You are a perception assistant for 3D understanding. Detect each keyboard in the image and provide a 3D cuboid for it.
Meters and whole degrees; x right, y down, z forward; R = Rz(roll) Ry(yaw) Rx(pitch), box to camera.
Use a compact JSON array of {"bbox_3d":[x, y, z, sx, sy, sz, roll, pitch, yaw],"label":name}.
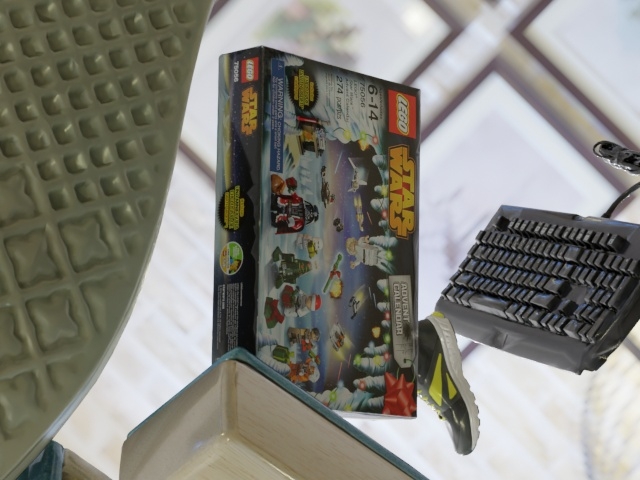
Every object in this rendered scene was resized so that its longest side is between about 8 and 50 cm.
[{"bbox_3d":[0.186,-0.002,1.444,0.033,0.201,0.317,41,172,-15],"label":"keyboard"}]

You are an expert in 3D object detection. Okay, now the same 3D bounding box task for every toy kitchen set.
[{"bbox_3d":[-0.057,0.095,0.701,0.122,0.207,0.166,37,-152,-27],"label":"toy kitchen set"}]

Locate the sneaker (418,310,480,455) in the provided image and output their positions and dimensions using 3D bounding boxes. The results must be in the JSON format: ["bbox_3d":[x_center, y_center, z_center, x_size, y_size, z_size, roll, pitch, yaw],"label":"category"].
[{"bbox_3d":[0.065,0.084,1.127,0.031,0.035,0.083,148,105,-76],"label":"sneaker"}]

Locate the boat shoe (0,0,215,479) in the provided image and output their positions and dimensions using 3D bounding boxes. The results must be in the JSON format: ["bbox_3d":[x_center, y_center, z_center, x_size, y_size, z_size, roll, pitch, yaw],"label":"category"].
[{"bbox_3d":[-0.161,-0.054,0.853,0.187,0.156,0.500,35,-125,-22],"label":"boat shoe"}]

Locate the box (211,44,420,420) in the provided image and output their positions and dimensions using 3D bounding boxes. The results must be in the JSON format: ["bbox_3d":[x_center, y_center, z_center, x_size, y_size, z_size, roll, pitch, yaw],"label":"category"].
[{"bbox_3d":[0.000,0.000,0.775,0.027,0.137,0.094,-7,169,42],"label":"box"}]
